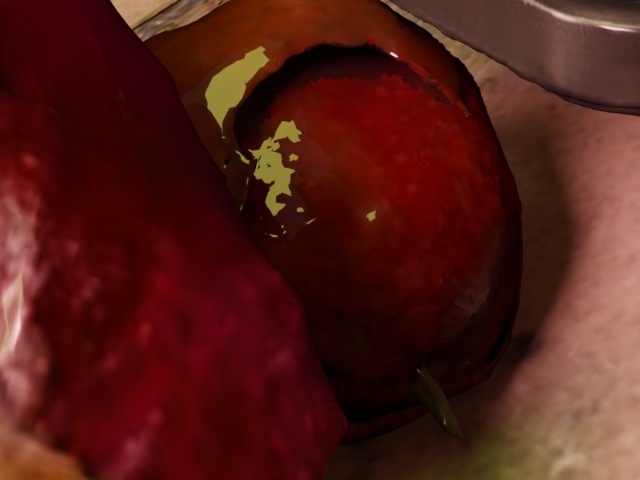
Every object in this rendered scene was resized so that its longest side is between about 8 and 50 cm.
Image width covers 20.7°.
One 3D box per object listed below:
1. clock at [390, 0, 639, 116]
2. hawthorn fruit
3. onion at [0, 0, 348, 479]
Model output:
[{"bbox_3d":[0.141,-0.106,0.596,0.279,0.049,0.273,-11,26,-21],"label":"clock"},{"bbox_3d":[0.000,0.000,0.572,0.148,0.148,0.172,-28,55,4],"label":"hawthorn fruit"},{"bbox_3d":[-0.221,0.077,0.476,0.398,0.398,0.420,-44,13,-20],"label":"onion"}]
